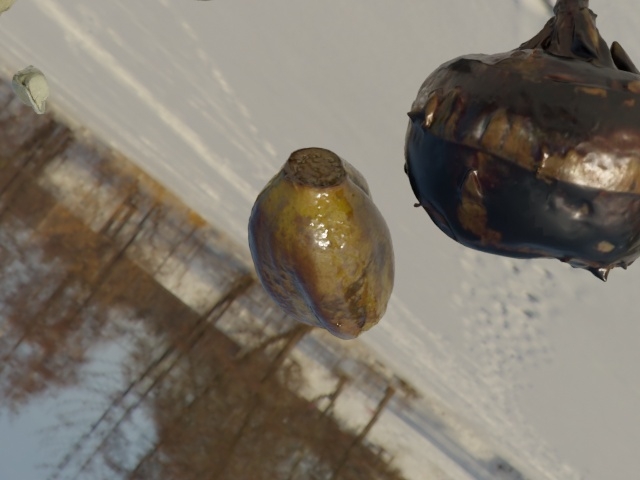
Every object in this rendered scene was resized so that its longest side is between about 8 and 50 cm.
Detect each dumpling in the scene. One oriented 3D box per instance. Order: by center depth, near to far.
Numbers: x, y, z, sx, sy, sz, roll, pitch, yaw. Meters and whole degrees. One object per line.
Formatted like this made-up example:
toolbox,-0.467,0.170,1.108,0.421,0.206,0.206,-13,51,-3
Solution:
dumpling,-0.362,-0.188,1.314,0.077,0.043,0.059,36,156,52

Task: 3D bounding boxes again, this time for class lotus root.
lotus root,0.008,-0.005,1.334,0.193,0.193,0.291,35,158,34

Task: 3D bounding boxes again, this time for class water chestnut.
water chestnut,0.237,-0.114,1.047,0.300,0.300,0.300,38,176,3

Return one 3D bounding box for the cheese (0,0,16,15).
cheese,-0.473,-0.399,1.290,0.263,0.159,0.093,42,180,-18
